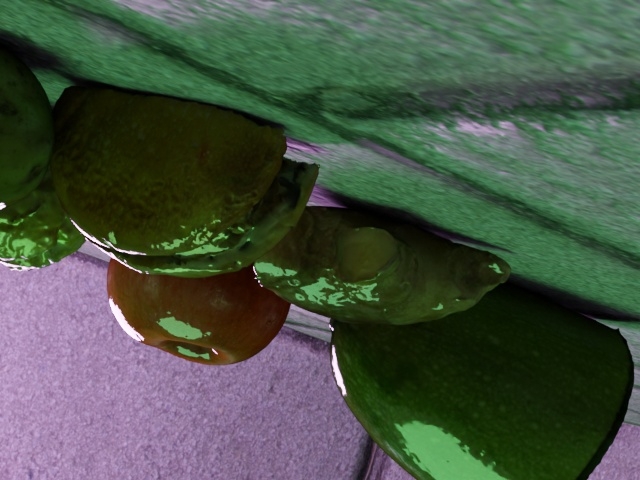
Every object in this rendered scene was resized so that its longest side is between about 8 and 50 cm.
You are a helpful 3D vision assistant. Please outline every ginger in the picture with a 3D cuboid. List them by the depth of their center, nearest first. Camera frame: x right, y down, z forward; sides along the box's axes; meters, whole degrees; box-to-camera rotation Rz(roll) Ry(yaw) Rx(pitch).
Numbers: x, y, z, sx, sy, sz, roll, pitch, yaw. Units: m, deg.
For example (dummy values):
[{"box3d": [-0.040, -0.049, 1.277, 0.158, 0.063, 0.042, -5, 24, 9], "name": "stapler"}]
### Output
[{"box3d": [0.064, 0.037, 1.610, 0.270, 0.123, 0.219, 17, 170, 9], "name": "ginger"}]

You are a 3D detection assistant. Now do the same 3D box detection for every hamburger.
[{"box3d": [-0.147, -0.045, 1.383, 0.283, 0.157, 0.144, 11, 171, 32], "name": "hamburger"}]

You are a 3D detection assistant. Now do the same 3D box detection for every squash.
[{"box3d": [0.167, 0.151, 1.806, 0.309, 0.310, 0.310, 36, 167, -20], "name": "squash"}]

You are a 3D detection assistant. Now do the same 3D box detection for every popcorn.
[{"box3d": [-0.313, -0.061, 1.661, 0.198, 0.198, 0.212, 14, -154, 30], "name": "popcorn"}]

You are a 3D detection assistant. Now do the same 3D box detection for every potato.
[{"box3d": [-0.345, -0.113, 1.367, 0.197, 0.149, 0.228, 35, 156, -19], "name": "potato"}]

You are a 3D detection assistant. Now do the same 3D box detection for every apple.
[{"box3d": [-0.175, 0.071, 2.183, 0.251, 0.206, 0.272, 7, 166, 46], "name": "apple"}]
